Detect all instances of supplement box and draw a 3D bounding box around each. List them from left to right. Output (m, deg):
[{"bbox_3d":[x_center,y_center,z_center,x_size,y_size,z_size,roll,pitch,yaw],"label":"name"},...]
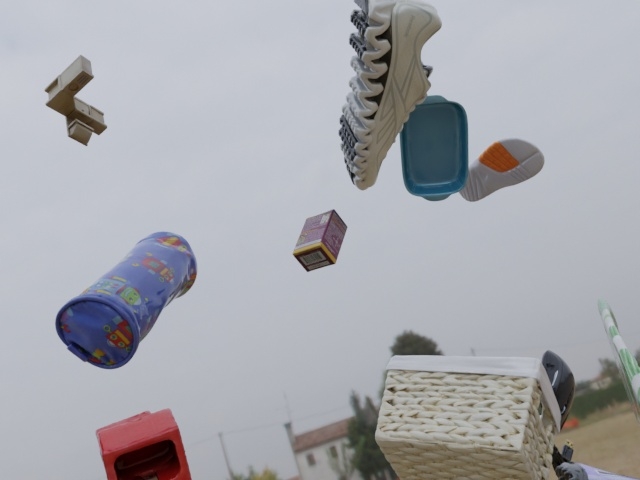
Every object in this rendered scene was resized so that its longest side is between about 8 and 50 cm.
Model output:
[{"bbox_3d":[0.000,0.000,0.986,0.055,0.083,0.043,-18,-55,34],"label":"supplement box"}]

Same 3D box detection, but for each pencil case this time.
[{"bbox_3d":[-0.291,0.086,1.026,0.133,0.119,0.306,-48,6,18],"label":"pencil case"}]

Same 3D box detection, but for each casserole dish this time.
[{"bbox_3d":[0.194,-0.160,1.122,0.114,0.037,0.188,-5,-63,6],"label":"casserole dish"}]

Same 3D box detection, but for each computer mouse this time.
[{"bbox_3d":[0.535,0.378,1.436,0.060,0.184,0.262,-15,30,34],"label":"computer mouse"}]

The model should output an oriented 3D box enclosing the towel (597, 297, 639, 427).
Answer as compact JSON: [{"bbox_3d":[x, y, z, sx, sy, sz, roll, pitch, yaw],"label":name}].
[{"bbox_3d":[0.569,0.274,1.163,0.038,0.248,0.325,-20,14,18],"label":"towel"}]

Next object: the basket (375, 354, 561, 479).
[{"bbox_3d":[0.152,0.193,0.681,0.167,0.103,0.113,-6,-49,31],"label":"basket"}]

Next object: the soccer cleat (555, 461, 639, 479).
[{"bbox_3d":[0.342,0.298,0.681,0.116,0.109,0.318,-7,-9,-2],"label":"soccer cleat"}]

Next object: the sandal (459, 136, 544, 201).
[{"bbox_3d":[0.386,-0.164,1.412,0.076,0.102,0.265,-37,3,-27],"label":"sandal"}]

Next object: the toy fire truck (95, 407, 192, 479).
[{"bbox_3d":[-0.117,0.191,0.460,0.047,0.192,0.135,-16,20,-23],"label":"toy fire truck"}]

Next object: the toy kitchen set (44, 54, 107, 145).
[{"bbox_3d":[-0.299,-0.175,0.852,0.075,0.068,0.083,-35,-37,19],"label":"toy kitchen set"}]

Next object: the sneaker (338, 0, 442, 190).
[{"bbox_3d":[0.093,-0.195,0.914,0.118,0.110,0.292,-4,-49,-13],"label":"sneaker"}]
